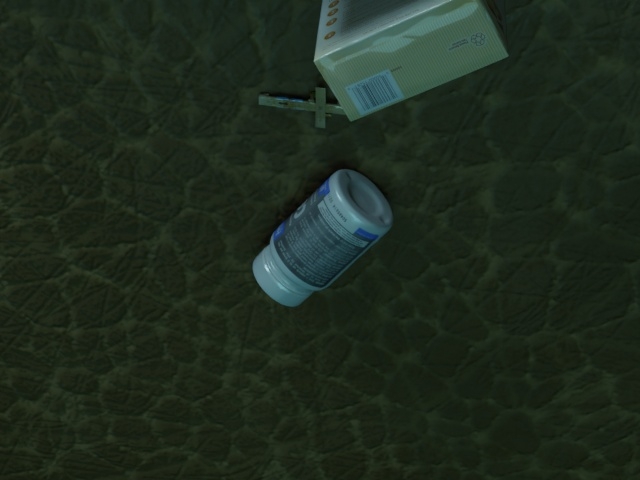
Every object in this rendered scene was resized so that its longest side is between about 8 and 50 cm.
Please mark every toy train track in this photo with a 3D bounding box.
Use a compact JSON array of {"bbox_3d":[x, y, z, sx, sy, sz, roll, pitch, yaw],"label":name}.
[{"bbox_3d":[-0.016,-0.131,1.419,0.083,0.014,0.048,7,134,6],"label":"toy train track"}]

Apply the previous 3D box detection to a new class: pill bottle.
[{"bbox_3d":[0.000,0.000,1.473,0.078,0.078,0.137,35,121,-20],"label":"pill bottle"}]

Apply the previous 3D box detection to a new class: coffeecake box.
[{"bbox_3d":[0.077,-0.197,1.255,0.142,0.185,0.068,-22,122,19],"label":"coffeecake box"}]
